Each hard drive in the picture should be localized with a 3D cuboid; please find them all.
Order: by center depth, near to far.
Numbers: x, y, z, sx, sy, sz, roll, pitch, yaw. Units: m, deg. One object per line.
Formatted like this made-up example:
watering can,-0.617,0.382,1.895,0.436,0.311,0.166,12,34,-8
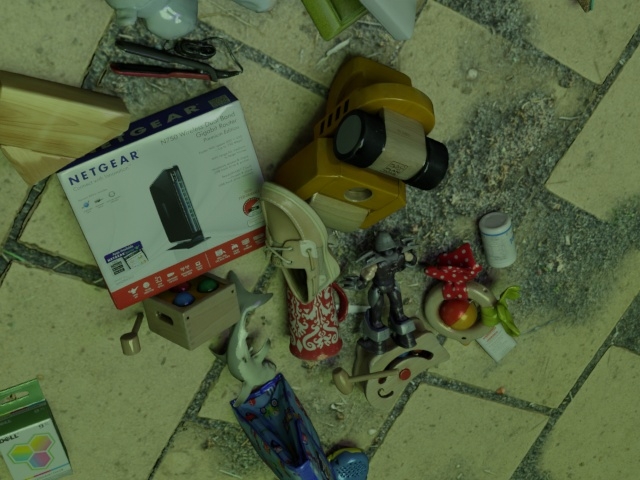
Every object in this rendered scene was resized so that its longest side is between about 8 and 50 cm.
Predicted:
hard drive,0.083,-0.480,1.503,0.307,0.040,0.203,29,65,-59

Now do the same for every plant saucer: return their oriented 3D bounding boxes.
plant saucer,0.050,-0.464,1.628,0.188,0.045,0.188,-36,127,-2

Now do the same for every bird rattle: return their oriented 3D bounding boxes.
bird rattle,0.315,0.141,2.047,0.253,0.143,0.207,29,127,-18

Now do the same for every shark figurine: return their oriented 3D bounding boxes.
shark figurine,-0.174,0.212,1.886,0.166,0.116,0.278,-48,145,-37

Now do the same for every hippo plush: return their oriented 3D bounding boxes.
hippo plush,-0.212,-0.402,1.421,0.236,0.234,0.294,-39,147,14

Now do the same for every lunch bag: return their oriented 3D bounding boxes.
lunch bag,-0.049,0.463,1.964,0.138,0.293,0.221,-30,127,-7

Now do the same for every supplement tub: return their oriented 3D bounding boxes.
supplement tub,0.387,-0.002,2.043,0.071,0.071,0.107,-26,126,-10

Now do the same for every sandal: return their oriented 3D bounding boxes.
sandal,0.051,0.632,2.210,0.126,0.138,0.318,3,115,-25

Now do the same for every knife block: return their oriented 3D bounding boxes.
knife block,-0.475,-0.223,1.489,0.275,0.088,0.242,-31,127,-6

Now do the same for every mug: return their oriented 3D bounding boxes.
mug,-0.013,0.136,1.929,0.113,0.150,0.169,2,119,15

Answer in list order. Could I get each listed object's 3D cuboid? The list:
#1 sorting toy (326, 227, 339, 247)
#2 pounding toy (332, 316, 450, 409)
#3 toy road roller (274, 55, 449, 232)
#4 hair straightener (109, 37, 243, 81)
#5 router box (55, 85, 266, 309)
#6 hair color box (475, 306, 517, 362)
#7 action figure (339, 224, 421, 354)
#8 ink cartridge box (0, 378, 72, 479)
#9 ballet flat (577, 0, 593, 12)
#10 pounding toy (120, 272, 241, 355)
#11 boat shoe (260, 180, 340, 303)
sorting toy,0.000,0.000,1.878,0.083,0.045,0.075,-19,142,8
pounding toy,0.164,0.298,2.056,0.269,0.155,0.154,-23,121,-12
toy road roller,0.072,-0.183,1.740,0.202,0.241,0.329,17,146,-31
hair straightener,-0.234,-0.313,1.578,0.230,0.047,0.089,3,117,-27
router box,-0.268,-0.073,1.678,0.335,0.082,0.301,-25,125,-11
hair color box,0.394,0.218,2.190,0.072,0.043,0.141,-43,128,2
action figure,0.129,0.098,1.951,0.185,0.099,0.285,-15,117,-22
ink cartridge box,-0.564,0.380,1.813,0.108,0.062,0.209,-19,124,-14
ballet flat,0.497,-0.539,1.798,0.067,0.073,0.206,0,119,6
pounding toy,-0.288,0.129,1.742,0.206,0.181,0.094,-31,126,-37
boat shoe,-0.049,0.011,1.712,0.098,0.109,0.302,-51,146,-19
